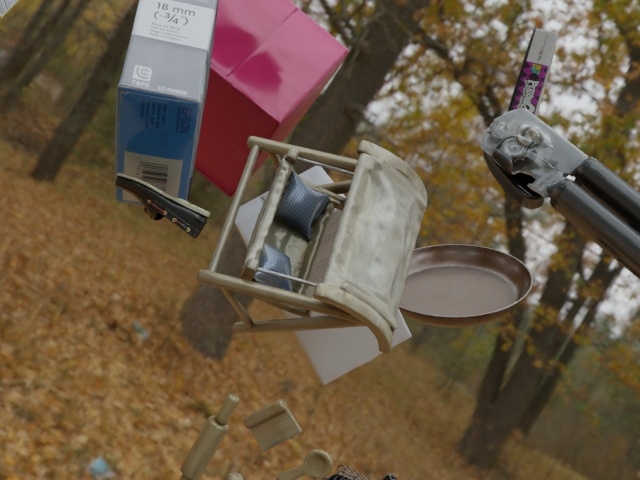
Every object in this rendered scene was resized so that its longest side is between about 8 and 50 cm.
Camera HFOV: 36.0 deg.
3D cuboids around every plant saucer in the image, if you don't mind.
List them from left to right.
[{"bbox_3d":[0.265,0.094,1.970,0.310,0.050,0.311,-2,25,1],"label":"plant saucer"}]

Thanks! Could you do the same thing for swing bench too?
[{"bbox_3d":[0.000,0.000,1.398,0.254,0.253,0.165,4,-32,21],"label":"swing bench"}]

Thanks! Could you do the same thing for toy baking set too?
[{"bbox_3d":[-0.090,0.320,1.232,0.196,0.256,0.030,37,15,11],"label":"toy baking set"}]

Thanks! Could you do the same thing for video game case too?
[{"bbox_3d":[0.318,-0.206,1.534,0.041,0.210,0.232,16,4,11],"label":"video game case"}]

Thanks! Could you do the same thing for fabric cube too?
[{"bbox_3d":[-0.153,-0.292,1.824,0.259,0.258,0.254,40,-39,-2],"label":"fabric cube"}]

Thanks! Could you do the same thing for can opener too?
[{"bbox_3d":[0.293,-0.042,1.100,0.283,0.076,0.095,45,-15,26],"label":"can opener"}]

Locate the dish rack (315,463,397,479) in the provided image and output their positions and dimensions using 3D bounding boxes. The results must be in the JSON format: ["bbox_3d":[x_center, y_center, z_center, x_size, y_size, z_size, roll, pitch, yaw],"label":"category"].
[{"bbox_3d":[0.018,0.480,1.739,0.271,0.208,0.074,38,12,-48],"label":"dish rack"}]

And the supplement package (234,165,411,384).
[{"bbox_3d":[0.001,0.058,1.657,0.293,0.177,0.175,64,-5,-30],"label":"supplement package"}]

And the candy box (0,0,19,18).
[{"bbox_3d":[-0.421,-0.317,1.214,0.109,0.053,0.187,-7,29,8],"label":"candy box"}]

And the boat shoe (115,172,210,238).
[{"bbox_3d":[-0.206,-0.046,1.247,0.133,0.042,0.049,27,-1,7],"label":"boat shoe"}]

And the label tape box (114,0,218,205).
[{"bbox_3d":[-0.202,-0.247,1.342,0.105,0.334,0.241,9,-33,-8],"label":"label tape box"}]
